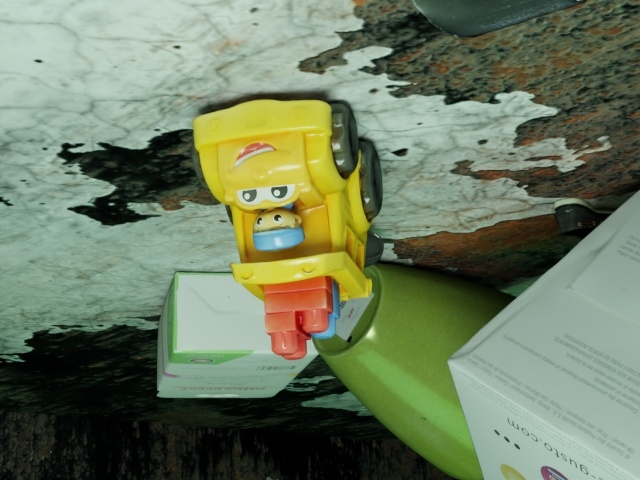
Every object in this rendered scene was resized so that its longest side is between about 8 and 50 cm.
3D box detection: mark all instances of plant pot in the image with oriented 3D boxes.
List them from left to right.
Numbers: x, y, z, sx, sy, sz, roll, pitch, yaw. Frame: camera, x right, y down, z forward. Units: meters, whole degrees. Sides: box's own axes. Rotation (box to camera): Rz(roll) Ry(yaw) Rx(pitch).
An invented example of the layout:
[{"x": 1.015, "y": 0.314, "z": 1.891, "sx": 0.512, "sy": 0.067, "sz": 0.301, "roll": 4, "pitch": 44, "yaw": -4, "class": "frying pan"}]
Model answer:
[{"x": 0.137, "y": 0.152, "z": 1.522, "sx": 0.293, "sy": 0.275, "sz": 0.275, "roll": 30, "pitch": 148, "yaw": -32, "class": "plant pot"}]

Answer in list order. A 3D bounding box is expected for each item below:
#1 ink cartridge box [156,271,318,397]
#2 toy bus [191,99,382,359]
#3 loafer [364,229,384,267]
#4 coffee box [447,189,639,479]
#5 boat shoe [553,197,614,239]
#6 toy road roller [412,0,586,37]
[{"x": -0.136, "y": 0.151, "z": 1.661, "sx": 0.207, "sy": 0.119, "sz": 0.353, "roll": 2, "pitch": 162, "yaw": -13, "class": "ink cartridge box"}, {"x": -0.028, "y": -0.003, "z": 1.024, "sx": 0.149, "sy": 0.211, "sz": 0.220, "roll": -5, "pitch": 161, "yaw": 14, "class": "toy bus"}, {"x": 0.000, "y": 0.000, "z": 1.292, "sx": 0.170, "sy": 0.062, "sz": 0.061, "roll": 3, "pitch": 157, "yaw": -20, "class": "loafer"}, {"x": 0.391, "y": 0.197, "z": 1.128, "sx": 0.337, "sy": 0.338, "sz": 0.334, "roll": 32, "pitch": 153, "yaw": 42, "class": "coffee box"}, {"x": 0.321, "y": -0.016, "z": 1.306, "sx": 0.133, "sy": 0.042, "sz": 0.049, "roll": 13, "pitch": 156, "yaw": -43, "class": "boat shoe"}, {"x": 0.094, "y": -0.247, "z": 0.353, "sx": 0.202, "sy": 0.240, "sz": 0.329, "roll": -13, "pitch": 122, "yaw": 33, "class": "toy road roller"}]
